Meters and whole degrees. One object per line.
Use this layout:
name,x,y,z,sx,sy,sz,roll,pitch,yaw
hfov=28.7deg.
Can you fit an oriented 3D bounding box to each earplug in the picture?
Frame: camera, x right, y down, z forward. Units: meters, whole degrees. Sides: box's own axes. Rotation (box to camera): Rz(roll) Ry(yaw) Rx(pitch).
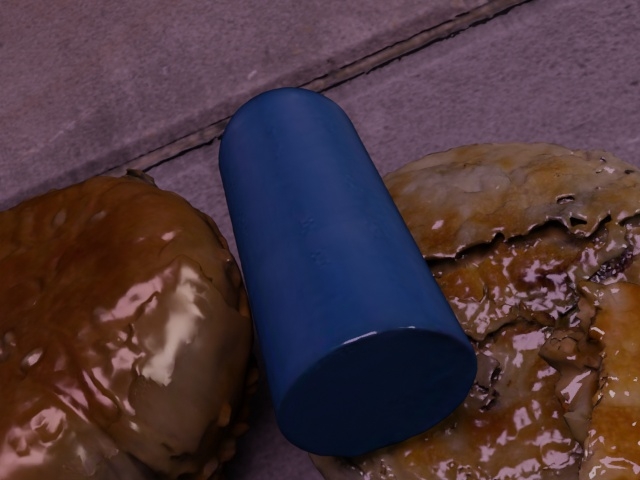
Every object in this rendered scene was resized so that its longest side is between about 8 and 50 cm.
earplug,0.000,0.000,0.870,0.132,0.132,0.273,-22,51,1

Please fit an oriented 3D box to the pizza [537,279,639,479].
pizza,0.255,0.199,0.732,0.440,0.130,0.406,-8,54,-12

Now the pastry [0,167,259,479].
pastry,-0.179,0.106,0.903,0.285,0.184,0.315,23,66,40

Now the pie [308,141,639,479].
pie,0.124,0.059,0.911,0.339,0.077,0.339,-7,56,11
